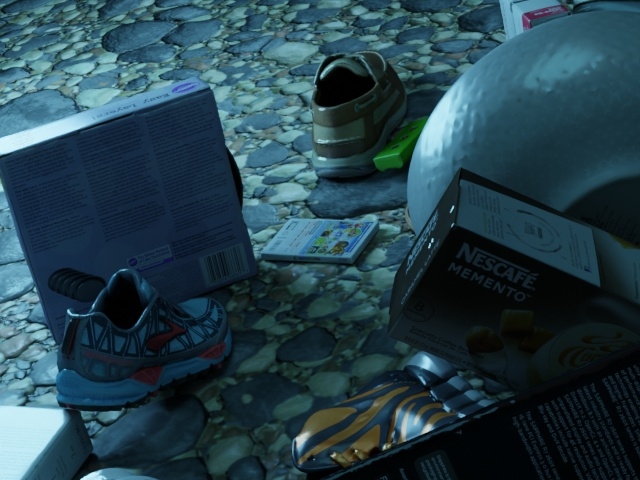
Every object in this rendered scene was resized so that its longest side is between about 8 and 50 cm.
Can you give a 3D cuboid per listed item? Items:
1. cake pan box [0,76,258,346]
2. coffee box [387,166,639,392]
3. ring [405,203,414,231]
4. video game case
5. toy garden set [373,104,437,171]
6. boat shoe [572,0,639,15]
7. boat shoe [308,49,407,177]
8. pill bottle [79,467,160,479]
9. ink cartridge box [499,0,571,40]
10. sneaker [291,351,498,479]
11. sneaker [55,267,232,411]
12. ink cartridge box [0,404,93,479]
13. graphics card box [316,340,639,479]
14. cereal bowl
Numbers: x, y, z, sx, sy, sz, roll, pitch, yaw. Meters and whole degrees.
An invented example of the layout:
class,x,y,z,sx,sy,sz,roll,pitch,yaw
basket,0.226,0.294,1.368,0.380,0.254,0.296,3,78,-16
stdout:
class,x,y,z,sx,sy,sz,roll,pitch,yaw
cake pan box,-0.215,-0.036,1.639,0.267,0.245,0.070,-21,29,-13
coffee box,0.200,0.056,1.260,0.246,0.141,0.098,24,35,-8
ring,0.264,-0.049,1.647,0.337,0.032,0.336,-10,19,4
video game case,0.000,0.000,1.729,0.122,0.011,0.087,2,31,27
toy garden set,0.219,-0.151,1.834,0.244,0.049,0.204,-10,24,38
boat shoe,0.505,-0.286,1.989,0.319,0.116,0.099,6,76,20
boat shoe,0.050,-0.203,1.970,0.123,0.116,0.324,-8,28,10
pill bottle,-0.139,0.270,1.172,0.117,0.117,0.215,-25,30,-21
ink cartridge box,0.309,-0.290,2.028,0.063,0.109,0.150,-15,28,-2
sneaker,0.089,0.210,1.209,0.180,0.124,0.321,-26,19,-15
sneaker,-0.173,0.086,1.486,0.104,0.125,0.262,4,15,26
ink cartridge box,-0.396,0.247,1.390,0.275,0.060,0.239,0,31,23
graphics card box,0.181,0.217,1.017,0.371,0.232,0.094,-22,-10,-16
cereal bowl,0.260,-0.038,1.361,0.339,0.339,0.141,-15,41,-4
